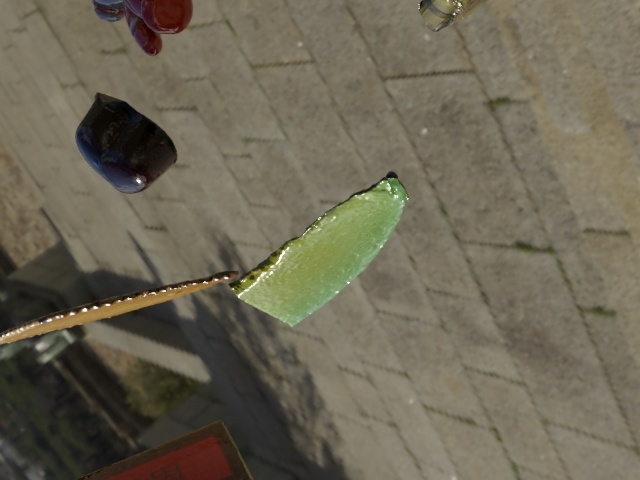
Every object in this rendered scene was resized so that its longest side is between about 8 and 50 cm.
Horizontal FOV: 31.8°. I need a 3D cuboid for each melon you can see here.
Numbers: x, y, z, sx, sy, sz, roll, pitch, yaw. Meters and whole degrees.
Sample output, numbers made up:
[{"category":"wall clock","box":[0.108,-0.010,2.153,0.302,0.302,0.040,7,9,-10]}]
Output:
[{"category":"melon","box":[0.001,0.000,0.992,0.262,0.114,0.053,-44,54,47]}]

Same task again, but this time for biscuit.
[{"category":"biscuit","box":[-0.232,0.075,1.201,0.237,0.232,0.013,-19,85,53]}]

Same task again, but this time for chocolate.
[{"category":"chocolate","box":[-0.271,-0.117,1.501,0.148,0.080,0.125,35,152,13]}]

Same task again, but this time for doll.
[{"category":"doll","box":[-0.213,-0.315,1.215,0.336,0.105,0.200,-139,46,-57]}]

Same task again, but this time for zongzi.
[{"category":"zongzi","box":[0.127,-0.209,0.928,0.076,0.083,0.040,135,113,-80]}]

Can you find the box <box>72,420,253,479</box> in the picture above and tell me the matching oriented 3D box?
[{"category":"box","box":[-0.132,0.262,0.937,0.074,0.153,0.240,53,156,33]}]
